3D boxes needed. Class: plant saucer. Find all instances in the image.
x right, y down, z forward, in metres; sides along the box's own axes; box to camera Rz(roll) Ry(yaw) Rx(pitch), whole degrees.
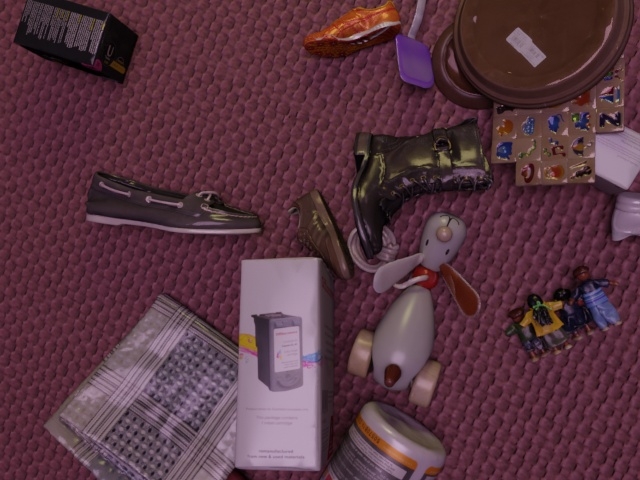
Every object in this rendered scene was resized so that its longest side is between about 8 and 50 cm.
[{"bbox_3d":[0.276,-0.312,1.101,0.169,0.029,0.168,0,89,9],"label":"plant saucer"},{"bbox_3d":[0.344,-0.350,1.014,0.278,0.041,0.277,-1,88,27],"label":"plant saucer"}]

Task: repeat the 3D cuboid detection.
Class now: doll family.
[{"bbox_3d":[0.402,0.118,1.063,0.193,0.076,0.111,-27,82,3],"label":"doll family"}]

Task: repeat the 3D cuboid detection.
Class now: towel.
[{"bbox_3d":[-0.268,0.298,1.120,0.312,0.056,0.324,37,75,7],"label":"towel"}]

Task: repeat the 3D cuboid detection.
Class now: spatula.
[{"bbox_3d":[0.170,-0.406,1.102,0.084,0.030,0.296,8,83,-34],"label":"spatula"}]

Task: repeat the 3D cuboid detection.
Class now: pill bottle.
[{"bbox_3d":[0.075,0.424,1.063,0.162,0.162,0.278,32,94,7],"label":"pill bottle"}]

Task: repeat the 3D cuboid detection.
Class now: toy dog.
[{"bbox_3d":[0.148,0.118,1.053,0.220,0.161,0.333,-1,90,8],"label":"toy dog"}]

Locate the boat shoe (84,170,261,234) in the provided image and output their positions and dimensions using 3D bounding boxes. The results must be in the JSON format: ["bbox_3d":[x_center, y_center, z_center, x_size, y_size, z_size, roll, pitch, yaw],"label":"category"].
[{"bbox_3d":[-0.268,-0.067,1.142,0.335,0.112,0.095,5,95,12],"label":"boat shoe"}]

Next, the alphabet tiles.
[{"bbox_3d":[0.375,-0.203,1.016,0.198,0.009,0.237,0,81,27],"label":"alphabet tiles"}]

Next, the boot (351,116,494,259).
[{"bbox_3d":[0.170,-0.094,1.056,0.229,0.091,0.262,-1,64,9],"label":"boot"}]

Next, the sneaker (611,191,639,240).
[{"bbox_3d":[0.582,-0.021,1.040,0.212,0.080,0.094,8,110,8],"label":"sneaker"}]

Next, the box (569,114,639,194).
[{"bbox_3d":[0.462,-0.136,1.035,0.102,0.101,0.087,30,95,10],"label":"box"}]

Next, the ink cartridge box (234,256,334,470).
[{"bbox_3d":[-0.048,0.197,1.022,0.131,0.226,0.306,-2,76,6],"label":"ink cartridge box"}]

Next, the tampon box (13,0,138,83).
[{"bbox_3d":[-0.441,-0.368,1.162,0.161,0.120,0.101,19,92,8],"label":"tampon box"}]

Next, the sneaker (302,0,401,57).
[{"bbox_3d":[0.053,-0.371,1.126,0.175,0.064,0.067,-15,72,1],"label":"sneaker"}]

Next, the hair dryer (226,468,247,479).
[{"bbox_3d":[-0.197,0.514,1.147,0.224,0.080,0.293,-4,88,10],"label":"hair dryer"}]

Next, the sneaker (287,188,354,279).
[{"bbox_3d":[0.000,0.000,1.103,0.071,0.066,0.188,-28,56,10],"label":"sneaker"}]
